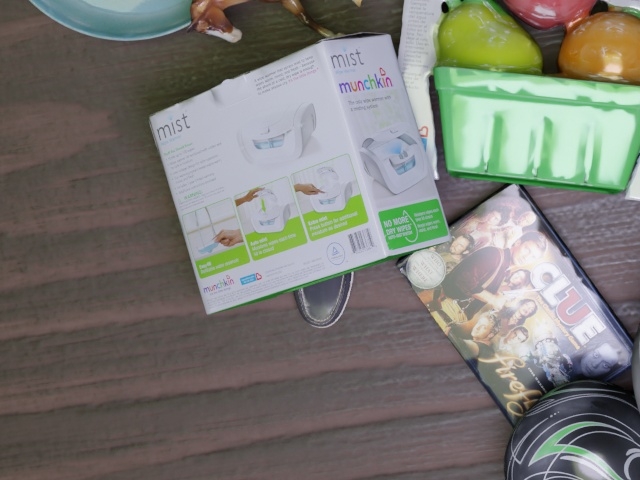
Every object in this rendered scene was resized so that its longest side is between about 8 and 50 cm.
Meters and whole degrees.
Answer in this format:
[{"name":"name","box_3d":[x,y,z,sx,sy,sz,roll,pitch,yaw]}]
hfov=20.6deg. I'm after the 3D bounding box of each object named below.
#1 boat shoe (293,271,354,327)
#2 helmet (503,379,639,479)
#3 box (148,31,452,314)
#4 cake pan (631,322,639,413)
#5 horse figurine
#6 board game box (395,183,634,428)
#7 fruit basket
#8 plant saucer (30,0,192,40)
[{"name":"boat shoe","box_3d":[0.000,0.000,1.950,0.075,0.065,0.206,6,99,8]},{"name":"helmet","box_3d":[0.279,0.230,1.860,0.162,0.169,0.169,23,101,14]},{"name":"box","box_3d":[-0.028,-0.068,1.847,0.262,0.127,0.231,-20,85,39]},{"name":"cake pan","box_3d":[0.445,0.146,1.831,0.293,0.054,0.293,8,69,-22]},{"name":"horse figurine","box_3d":[-0.026,-0.324,1.871,0.175,0.066,0.263,16,106,-2]},{"name":"board game box","box_3d":[0.220,0.075,1.939,0.165,0.042,0.243,-36,92,12]},{"name":"fruit basket","box_3d":[0.247,-0.226,1.856,0.327,0.165,0.353,6,83,6]},{"name":"plant saucer","box_3d":[-0.213,-0.381,1.938,0.318,0.044,0.317,1,99,8]}]
